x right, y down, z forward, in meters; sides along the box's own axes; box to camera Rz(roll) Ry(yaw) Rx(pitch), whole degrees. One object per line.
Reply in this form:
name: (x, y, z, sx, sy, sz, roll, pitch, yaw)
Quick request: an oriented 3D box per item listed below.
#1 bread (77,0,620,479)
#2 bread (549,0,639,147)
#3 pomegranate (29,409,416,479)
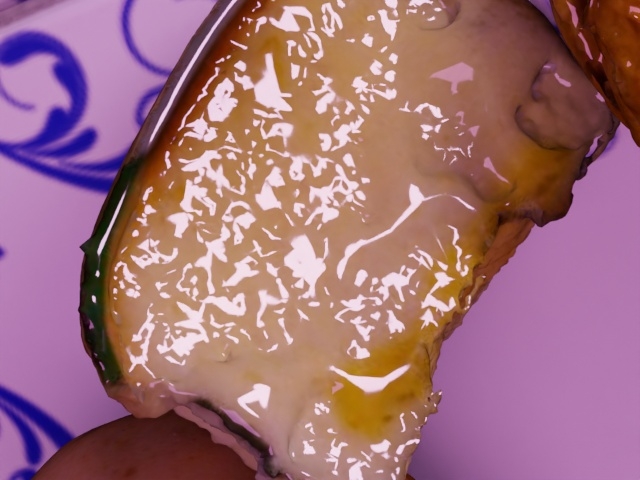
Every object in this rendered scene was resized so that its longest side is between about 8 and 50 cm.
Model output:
bread: (0.001, -0.002, 0.784, 0.174, 0.251, 0.133, 30, 154, -3)
bread: (0.206, -0.094, 0.719, 0.198, 0.120, 0.236, -39, 99, 17)
pomegranate: (-0.036, 0.200, 0.783, 0.252, 0.270, 0.229, 40, 103, -13)
